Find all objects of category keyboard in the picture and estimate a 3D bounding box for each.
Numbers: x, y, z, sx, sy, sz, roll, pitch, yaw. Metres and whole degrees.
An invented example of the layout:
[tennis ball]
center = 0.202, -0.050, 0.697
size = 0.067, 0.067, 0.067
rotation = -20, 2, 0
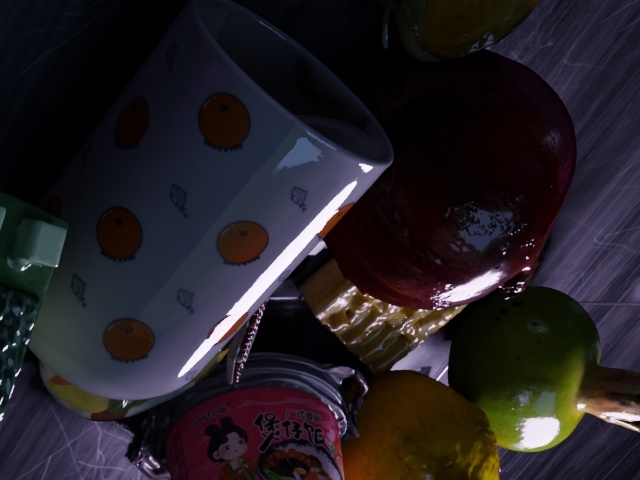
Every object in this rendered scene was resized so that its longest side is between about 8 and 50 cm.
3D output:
[keyboard]
center = -0.069, 0.074, 1.345
size = 0.055, 0.017, 0.166
rotation = 95, 11, -50

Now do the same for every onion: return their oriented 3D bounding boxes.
[onion]
center = 0.125, -0.056, 1.241
size = 0.276, 0.276, 0.276
rotation = -27, 147, -19

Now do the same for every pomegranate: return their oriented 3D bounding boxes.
[pomegranate]
center = 0.325, 0.193, 1.757
size = 0.236, 0.302, 0.236
rotation = -37, 137, -44

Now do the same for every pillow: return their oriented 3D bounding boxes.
[pillow]
center = -0.181, 0.088, 1.297
size = 0.233, 0.086, 0.214
rotation = -18, 133, -27

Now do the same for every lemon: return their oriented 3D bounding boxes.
[lemon]
center = 0.111, 0.298, 1.677
size = 0.245, 0.320, 0.245
rotation = -4, 99, -26

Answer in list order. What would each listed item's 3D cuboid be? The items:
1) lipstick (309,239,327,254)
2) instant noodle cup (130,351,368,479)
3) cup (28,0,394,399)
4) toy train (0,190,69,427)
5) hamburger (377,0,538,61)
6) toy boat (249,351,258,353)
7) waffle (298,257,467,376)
[lipstick]
center = 0.000, 0.000, 1.417
size = 0.107, 0.025, 0.025
rotation = -1, 133, -55
[instant noodle cup]
center = -0.071, 0.281, 1.475
size = 0.302, 0.182, 0.258
rotation = -32, 133, 17
[cup]
center = -0.119, -0.023, 1.079
size = 0.317, 0.212, 0.212
rotation = -48, 148, 18
[toy train]
center = -0.314, 0.060, 0.948
size = 0.159, 0.188, 0.272
rotation = 31, 72, -51
[hamburger]
center = 0.115, -0.248, 1.139
size = 0.185, 0.113, 0.177
rotation = -42, 156, 20
[toy boat]
center = -0.054, 0.179, 1.561
size = 0.059, 0.066, 0.140
rotation = -44, 122, 15
[waffle]
center = 0.085, 0.068, 1.563
size = 0.168, 0.057, 0.274
rotation = -40, 150, 2
